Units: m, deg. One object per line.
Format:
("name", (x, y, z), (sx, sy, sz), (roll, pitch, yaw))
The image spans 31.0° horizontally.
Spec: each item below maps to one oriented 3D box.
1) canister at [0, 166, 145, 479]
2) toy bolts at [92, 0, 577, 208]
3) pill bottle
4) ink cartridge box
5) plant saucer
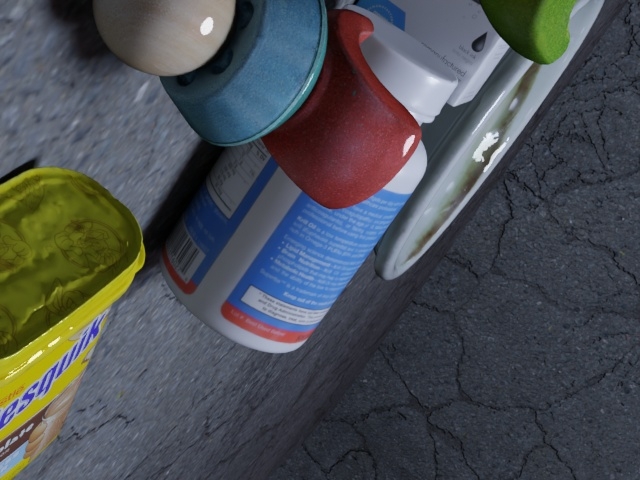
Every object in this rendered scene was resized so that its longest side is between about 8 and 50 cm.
("canister", (-0.163, 0.059, 0.569), (0.126, 0.073, 0.170), (-43, 168, -44))
("toy bolts", (0.005, -0.146, 0.504), (0.228, 0.218, 0.158), (-42, 142, 21))
("pill bottle", (-0.005, -0.042, 0.784), (0.221, 0.124, 0.124), (-54, 170, 19))
("ink cartridge box", (0.111, -0.199, 0.819), (0.180, 0.104, 0.060), (-56, 169, 21))
("plant saucer", (0.158, -0.139, 1.275), (0.400, 0.100, 0.400), (-51, 170, -12))
